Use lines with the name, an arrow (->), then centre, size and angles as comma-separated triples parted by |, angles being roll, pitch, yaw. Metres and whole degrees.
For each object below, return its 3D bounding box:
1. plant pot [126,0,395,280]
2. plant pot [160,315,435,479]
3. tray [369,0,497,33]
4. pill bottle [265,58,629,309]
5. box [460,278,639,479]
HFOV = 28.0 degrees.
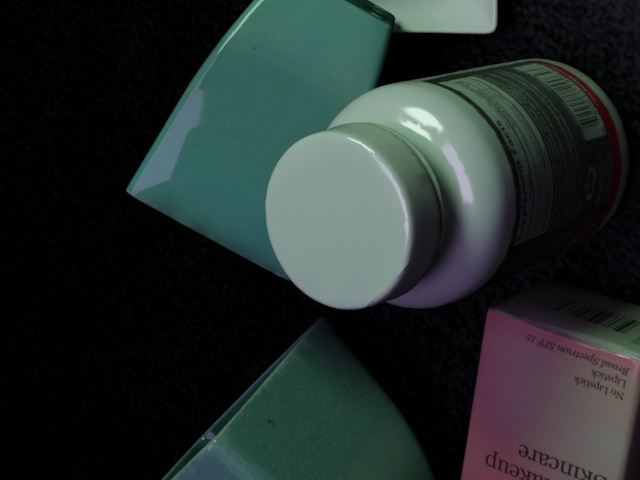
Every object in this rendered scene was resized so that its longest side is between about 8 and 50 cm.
plant pot -> -0.036, -0.121, 1.153 | 0.165, 0.166, 0.234 | 28, 107, -3
plant pot -> -0.024, 0.281, 1.261 | 0.252, 0.248, 0.247 | 44, 124, 1
tray -> 0.051, -0.269, 1.194 | 0.270, 0.030, 0.145 | 8, 107, 35
pill bottle -> 0.104, -0.045, 1.025 | 0.176, 0.318, 0.176 | 11, 108, 36
box -> 0.219, 0.170, 1.115 | 0.148, 0.127, 0.232 | 18, 111, 32
